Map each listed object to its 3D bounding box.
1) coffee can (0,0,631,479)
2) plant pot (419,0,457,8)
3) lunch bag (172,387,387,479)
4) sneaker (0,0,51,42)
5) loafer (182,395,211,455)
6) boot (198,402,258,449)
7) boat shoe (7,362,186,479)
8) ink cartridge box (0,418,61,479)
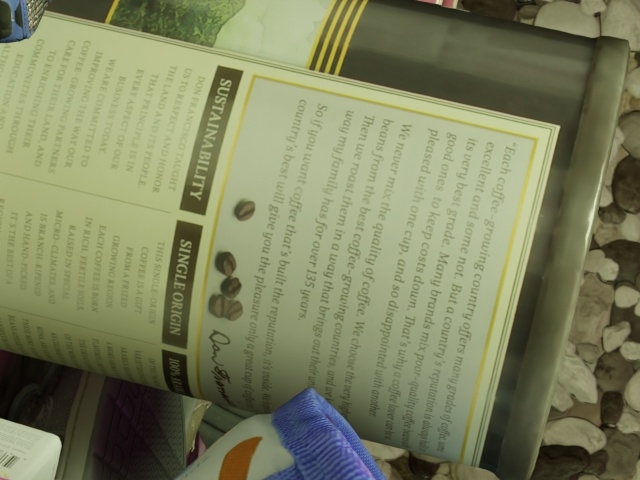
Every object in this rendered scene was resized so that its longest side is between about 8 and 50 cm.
[{"bbox_3d":[-0.018,-0.021,0.818,0.201,0.275,0.201,13,90,-84],"label":"coffee can"},{"bbox_3d":[-0.018,-0.139,1.005,0.201,0.180,0.201,13,90,-84],"label":"plant pot"},{"bbox_3d":[-0.058,0.236,0.634,0.328,0.239,0.385,-35,150,-3],"label":"lunch bag"},{"bbox_3d":[-0.091,-0.160,0.747,0.083,0.087,0.221,95,11,-49],"label":"sneaker"},{"bbox_3d":[-0.108,0.084,1.153,0.087,0.094,0.251,114,1,-51],"label":"loafer"},{"bbox_3d":[0.001,-0.002,1.697,0.445,0.146,0.367,-60,164,-83],"label":"boot"},{"bbox_3d":[-0.148,0.169,0.958,0.118,0.103,0.320,63,31,-50],"label":"boat shoe"},{"bbox_3d":[-0.160,0.103,0.680,0.122,0.089,0.052,-50,156,-74],"label":"ink cartridge box"}]
